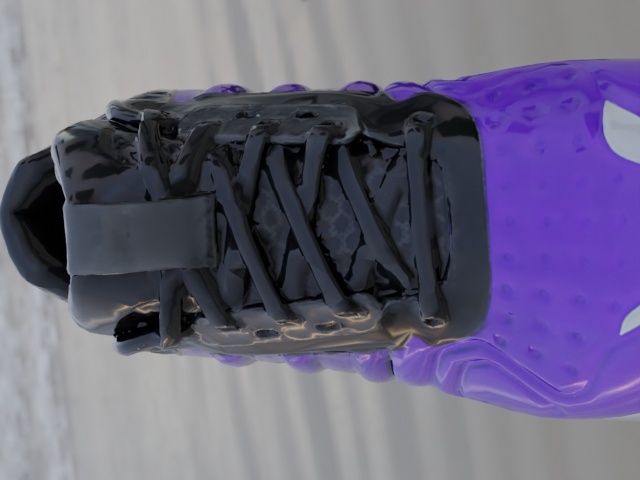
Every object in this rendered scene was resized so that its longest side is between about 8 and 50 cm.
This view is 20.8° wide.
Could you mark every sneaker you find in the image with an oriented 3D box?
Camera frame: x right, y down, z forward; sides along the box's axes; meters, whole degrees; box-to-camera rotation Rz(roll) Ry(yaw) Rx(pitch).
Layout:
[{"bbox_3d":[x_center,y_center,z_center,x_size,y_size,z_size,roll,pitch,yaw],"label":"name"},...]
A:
[{"bbox_3d":[0.000,0.001,0.515,0.293,0.146,0.102,0,89,53],"label":"sneaker"}]
